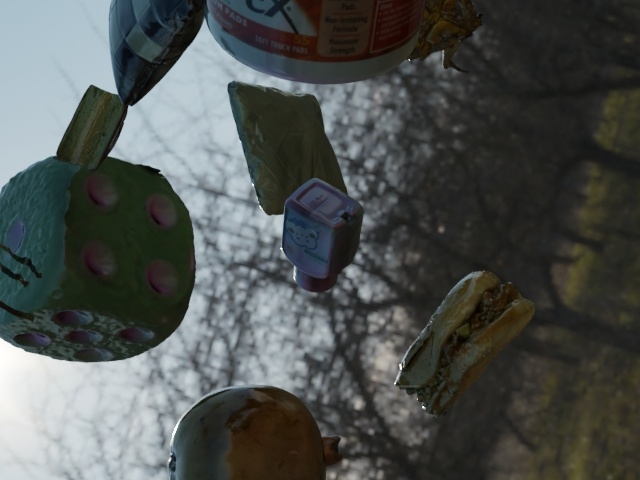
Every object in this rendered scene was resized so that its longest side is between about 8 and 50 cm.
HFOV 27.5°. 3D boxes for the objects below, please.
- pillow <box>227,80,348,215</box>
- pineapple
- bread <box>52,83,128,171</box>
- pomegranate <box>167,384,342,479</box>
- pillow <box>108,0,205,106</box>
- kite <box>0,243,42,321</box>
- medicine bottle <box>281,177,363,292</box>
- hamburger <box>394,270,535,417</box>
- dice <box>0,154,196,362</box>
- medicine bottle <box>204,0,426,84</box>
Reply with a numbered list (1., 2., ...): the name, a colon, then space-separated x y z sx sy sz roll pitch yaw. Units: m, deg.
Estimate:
1. pillow: -0.053 -0.175 2.536 0.281 0.076 0.274 2 -113 -55
2. pineapple: 0.166 -0.351 2.159 0.161 0.158 0.334 -45 -10 -13
3. bread: -0.353 -0.173 2.019 0.139 0.074 0.084 -72 2 -64
4. pomegranate: -0.092 0.336 1.969 0.229 0.271 0.252 126 140 -58
5. pillow: -0.204 -0.305 1.684 0.250 0.106 0.185 -37 48 56
6. kite: -0.512 0.015 1.839 0.310 0.015 0.169 44 -143 -35
7. medicine bottle: 0.000 0.000 2.249 0.094 0.119 0.188 -42 -27 -35
8. hamburger: 0.199 0.139 1.800 0.213 0.108 0.213 -49 -12 -15
9. dice: -0.444 0.040 2.504 0.318 0.330 0.322 -26 58 41
10. medicine bottle: 0.001 -0.332 1.436 0.252 0.253 0.240 -64 -14 -49
